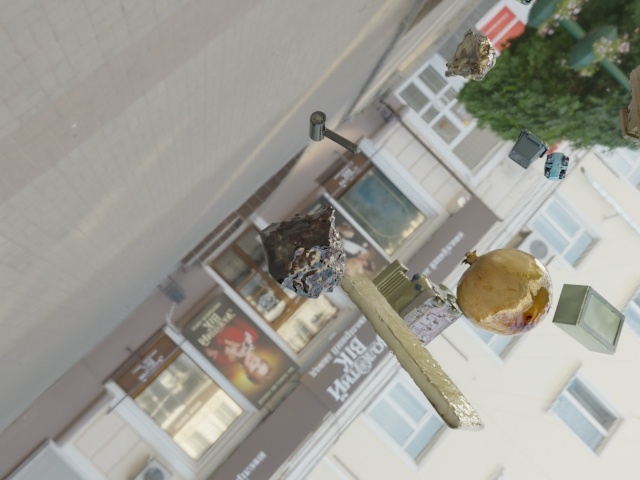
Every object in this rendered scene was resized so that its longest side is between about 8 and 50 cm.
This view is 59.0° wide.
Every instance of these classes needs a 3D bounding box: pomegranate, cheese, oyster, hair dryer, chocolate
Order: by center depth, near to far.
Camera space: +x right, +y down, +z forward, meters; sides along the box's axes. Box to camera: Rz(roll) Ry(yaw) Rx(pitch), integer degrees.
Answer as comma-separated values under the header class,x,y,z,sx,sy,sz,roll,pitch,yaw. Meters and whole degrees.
class,x,y,z,sx,sy,sz,roll,pitch,yaw
hair dryer,0.020,-0.147,0.806,0.026,0.083,0.047,-54,172,-16
cheese,0.158,0.194,1.054,0.034,0.085,0.400,-60,-140,22
chocolate,0.000,0.000,1.308,0.177,0.207,0.224,-49,-136,36
oyster,0.362,-0.429,1.360,0.128,0.079,0.345,-50,-167,20
pomegranate,0.589,0.157,1.842,0.319,0.319,0.319,-45,-178,2

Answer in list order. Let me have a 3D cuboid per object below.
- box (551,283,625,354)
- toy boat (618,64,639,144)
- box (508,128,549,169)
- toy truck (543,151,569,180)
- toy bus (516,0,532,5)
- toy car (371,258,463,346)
class,x,y,z,sx,sy,sz,roll,pitch,yaw
box,0.808,0.237,1.695,0.086,0.225,0.129,0,-118,56
toy boat,0.753,-0.297,1.300,0.121,0.089,0.321,111,-3,-50
box,0.478,-0.207,1.311,0.054,0.074,0.099,-52,167,2
toy truck,0.606,-0.192,1.458,0.090,0.056,0.073,-29,128,-67
toy bus,0.418,-0.693,1.375,0.150,0.262,0.128,-83,-165,-47
toy car,0.339,0.233,2.045,0.242,0.226,0.336,-44,147,13
